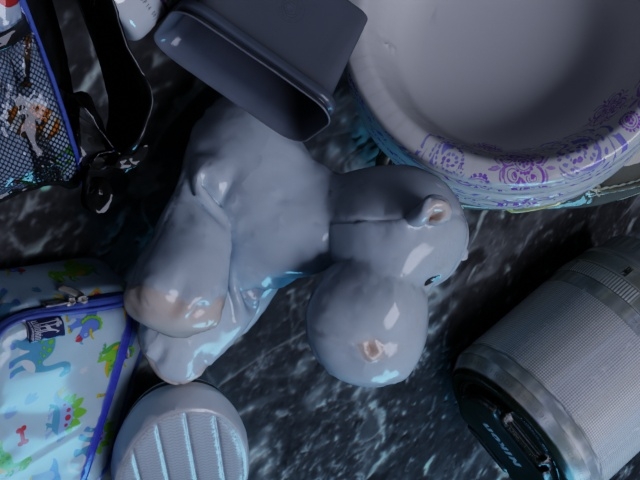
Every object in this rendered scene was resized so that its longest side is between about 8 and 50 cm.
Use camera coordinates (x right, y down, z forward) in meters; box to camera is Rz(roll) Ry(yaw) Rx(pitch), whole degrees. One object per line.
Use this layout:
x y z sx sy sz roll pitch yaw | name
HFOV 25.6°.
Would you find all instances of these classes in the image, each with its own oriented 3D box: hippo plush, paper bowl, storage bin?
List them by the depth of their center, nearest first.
-0.037 -0.148 1.015 0.135 0.098 0.091 35 70 -11 | storage bin
0.000 0.000 1.149 0.234 0.236 0.294 65 42 -78 | hippo plush
0.161 -0.166 1.203 0.284 0.284 0.148 -47 169 -6 | paper bowl

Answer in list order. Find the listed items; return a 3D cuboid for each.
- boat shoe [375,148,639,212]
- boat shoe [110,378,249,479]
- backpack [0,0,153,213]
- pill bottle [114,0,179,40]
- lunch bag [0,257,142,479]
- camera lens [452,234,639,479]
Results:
0.202 -0.077 1.312 0.091 0.305 0.109 -53 138 -77 | boat shoe
-0.131 0.200 1.299 0.121 0.119 0.335 -2 145 -7 | boat shoe
-0.246 -0.166 0.821 0.213 0.276 0.263 -18 129 -18 | backpack
-0.102 -0.245 1.000 0.193 0.108 0.108 -46 142 -6 | pill bottle
-0.237 0.124 1.176 0.176 0.090 0.219 -7 125 -48 | lunch bag
0.308 0.152 1.643 0.274 0.219 0.219 -39 140 -17 | camera lens
